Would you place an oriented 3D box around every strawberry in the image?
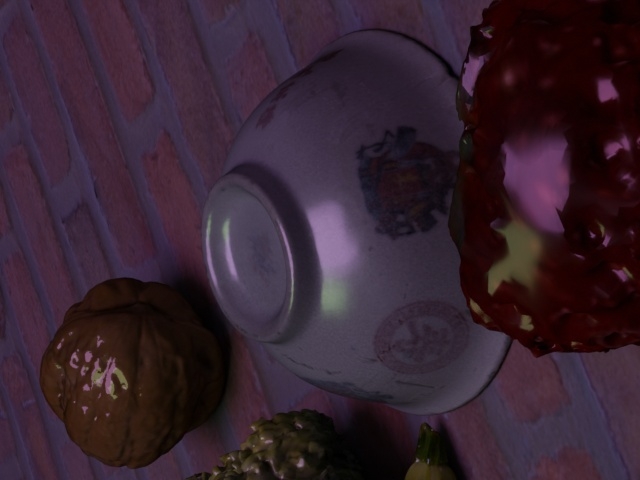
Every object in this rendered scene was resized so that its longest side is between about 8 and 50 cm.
[{"bbox_3d":[0.277,-0.055,1.252,0.345,0.295,0.317,6,70,38],"label":"strawberry"}]

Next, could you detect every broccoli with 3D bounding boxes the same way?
[{"bbox_3d":[-0.061,0.364,1.857,0.348,0.281,0.293,120,134,-64],"label":"broccoli"}]

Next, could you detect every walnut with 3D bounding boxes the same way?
[{"bbox_3d":[-0.249,0.180,2.154,0.224,0.257,0.257,-92,15,-50],"label":"walnut"}]

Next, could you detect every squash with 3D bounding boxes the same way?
[{"bbox_3d":[0.117,0.300,1.770,0.090,0.075,0.200,15,114,63],"label":"squash"}]

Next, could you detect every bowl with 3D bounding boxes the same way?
[{"bbox_3d":[0.000,0.000,1.730,0.435,0.196,0.435,23,119,50],"label":"bowl"}]
